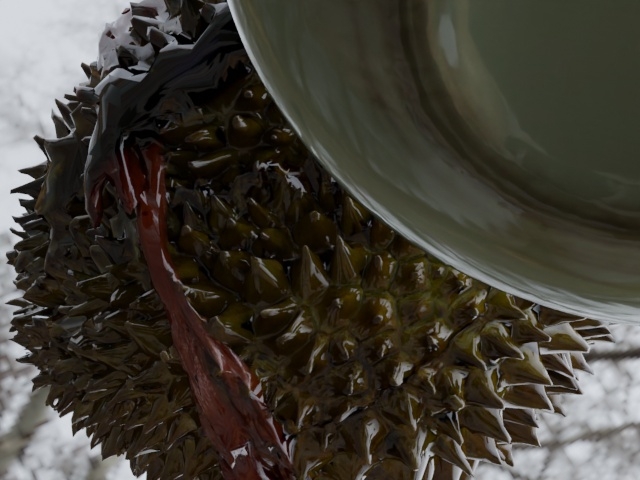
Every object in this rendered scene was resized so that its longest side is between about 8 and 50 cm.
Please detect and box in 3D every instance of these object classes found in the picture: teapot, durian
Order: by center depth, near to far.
[{"bbox_3d":[0.133,-0.067,0.426,0.318,0.149,0.220,29,-55,-13],"label":"teapot"},{"bbox_3d":[-0.002,-0.005,1.012,0.384,0.348,0.347,-25,-91,28],"label":"durian"}]
